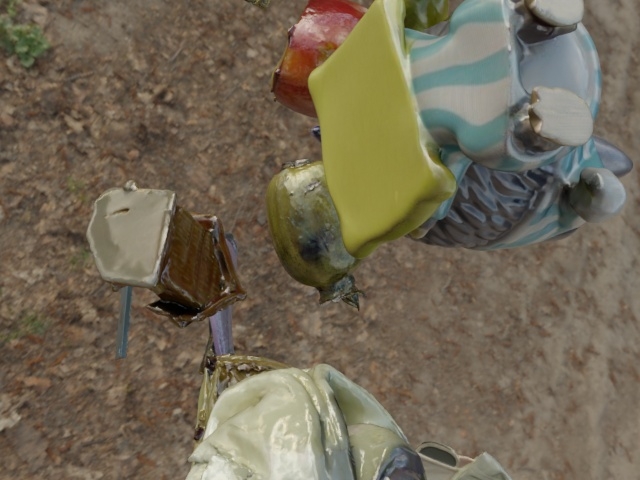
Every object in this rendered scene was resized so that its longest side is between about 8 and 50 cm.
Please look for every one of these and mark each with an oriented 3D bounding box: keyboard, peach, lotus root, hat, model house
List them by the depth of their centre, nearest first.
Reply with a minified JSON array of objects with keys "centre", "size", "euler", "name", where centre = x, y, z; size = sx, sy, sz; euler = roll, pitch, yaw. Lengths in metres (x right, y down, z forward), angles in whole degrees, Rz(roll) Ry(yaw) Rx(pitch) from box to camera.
[{"centre":[-0.001,0.001,1.258],"size":[0.154,0.154,0.278],"euler":[-22,96,-47],"name":"lotus root"},{"centre":[-0.257,0.036,1.295],"size":[0.229,0.199,0.219],"euler":[48,49,-44],"name":"model house"},{"centre":[0.230,0.488,1.369],"size":[0.164,0.226,0.219],"euler":[38,65,-17],"name":"hat"},{"centre":[-0.381,0.142,1.493],"size":[0.014,0.055,0.176],"euler":[10,73,-28],"name":"keyboard"},{"centre":[0.004,-0.386,1.647],"size":[0.338,0.281,0.281],"euler":[-12,72,-46],"name":"peach"}]

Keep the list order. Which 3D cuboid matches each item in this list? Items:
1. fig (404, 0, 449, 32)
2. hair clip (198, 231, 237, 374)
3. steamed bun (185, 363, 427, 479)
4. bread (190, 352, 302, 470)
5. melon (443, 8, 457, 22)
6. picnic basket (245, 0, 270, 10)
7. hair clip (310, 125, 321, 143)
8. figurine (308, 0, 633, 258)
[{"centre":[0.181,-0.440,1.456],"size":[0.121,0.136,0.153],"euler":[34,10,23],"name":"fig"},{"centre":[-0.234,0.153,1.793],"size":[0.110,0.096,0.358],"euler":[10,80,-33],"name":"hair clip"},{"centre":[0.016,0.309,0.893],"size":[0.394,0.237,0.346],"euler":[-26,93,-61],"name":"steamed bun"},{"centre":[-0.076,0.352,1.480],"size":[0.325,0.167,0.277],"euler":[22,56,-33],"name":"bread"},{"centre":[0.272,-0.383,1.396],"size":[0.098,0.182,0.054],"euler":[35,59,-41],"name":"melon"},{"centre":[-0.134,-0.576,1.687],"size":[0.079,0.115,0.164],"euler":[25,15,-15],"name":"picnic basket"},{"centre":[0.062,-0.179,1.608],"size":[0.137,0.090,0.278],"euler":[-58,150,-19],"name":"hair clip"},{"centre":[0.225,-0.126,0.822],"size":[0.378,0.361,0.266],"euler":[-2,85,-31],"name":"figurine"}]
